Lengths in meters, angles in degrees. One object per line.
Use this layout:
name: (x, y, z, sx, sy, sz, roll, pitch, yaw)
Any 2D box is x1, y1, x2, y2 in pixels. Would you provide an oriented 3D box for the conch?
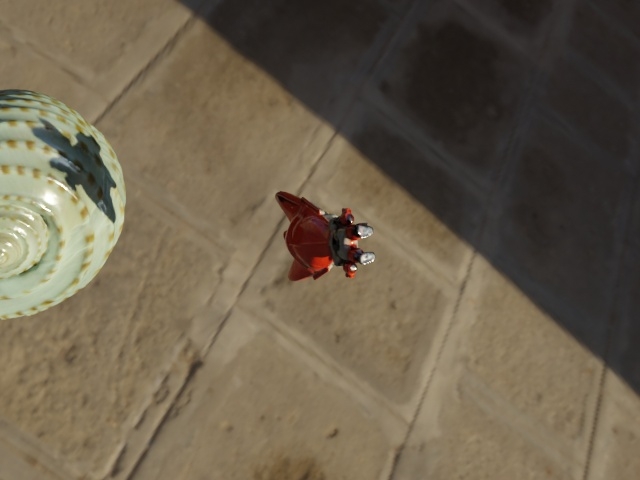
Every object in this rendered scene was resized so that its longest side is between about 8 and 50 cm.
conch: (-0.356, -0.067, 1.450, 0.303, 0.215, 0.319, 58, 35, -37)

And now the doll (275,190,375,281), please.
doll: (0.000, 0.000, 1.289, 0.057, 0.169, 0.109, -13, 100, -25)
